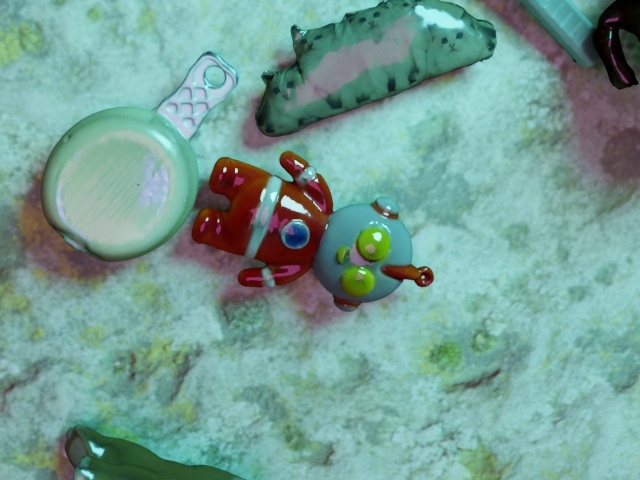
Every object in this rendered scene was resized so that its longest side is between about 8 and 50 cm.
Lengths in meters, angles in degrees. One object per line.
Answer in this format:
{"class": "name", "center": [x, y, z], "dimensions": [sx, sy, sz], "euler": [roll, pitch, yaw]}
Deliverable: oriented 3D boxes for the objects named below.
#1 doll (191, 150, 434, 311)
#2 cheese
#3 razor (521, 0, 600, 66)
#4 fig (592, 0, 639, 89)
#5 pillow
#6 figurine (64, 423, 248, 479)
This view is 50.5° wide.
{"class": "doll", "center": [0.000, 0.000, 0.671], "dimensions": [0.245, 0.076, 0.142], "euler": [22, 104, -5]}
{"class": "cheese", "center": [-0.162, -0.083, 0.640], "dimensions": [0.137, 0.064, 0.227], "euler": [40, 101, -17]}
{"class": "razor", "center": [0.162, -0.260, 0.613], "dimensions": [0.278, 0.056, 0.111], "euler": [39, 99, -13]}
{"class": "fig", "center": [0.361, -0.212, 0.556], "dimensions": [0.215, 0.235, 0.234], "euler": [22, 105, 14]}
{"class": "pillow", "center": [0.044, -0.175, 0.632], "dimensions": [0.241, 0.051, 0.093], "euler": [-19, 112, 3]}
{"class": "figurine", "center": [-0.166, 0.323, 0.702], "dimensions": [0.247, 0.177, 0.172], "euler": [23, 85, -21]}
